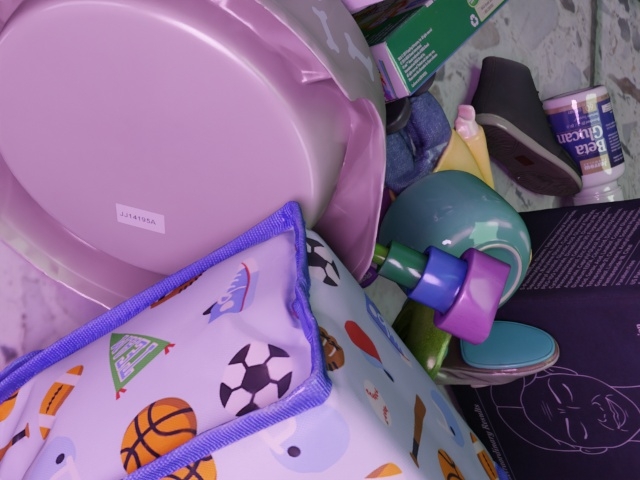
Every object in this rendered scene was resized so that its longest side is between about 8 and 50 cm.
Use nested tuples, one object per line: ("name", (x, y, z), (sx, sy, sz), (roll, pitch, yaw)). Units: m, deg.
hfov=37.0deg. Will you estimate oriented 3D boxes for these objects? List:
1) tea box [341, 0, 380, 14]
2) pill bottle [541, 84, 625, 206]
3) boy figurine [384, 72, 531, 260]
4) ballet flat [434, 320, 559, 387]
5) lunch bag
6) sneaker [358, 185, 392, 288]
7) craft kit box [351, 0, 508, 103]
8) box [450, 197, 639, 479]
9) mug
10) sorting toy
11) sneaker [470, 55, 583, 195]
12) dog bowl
("tea box", (-0.067, -0.328, 0.766), (0.220, 0.329, 0.323), (44, 56, -32))
("pill bottle", (0.377, -0.127, 1.353), (0.094, 0.094, 0.169), (-24, 101, -45))
("boy figurine", (0.124, -0.047, 0.980), (0.177, 0.092, 0.285), (-54, 128, -22))
("ballet flat", (0.143, 0.126, 1.015), (0.068, 0.213, 0.072), (78, 15, -45))
("lunch bag", (-0.084, 0.213, 0.680), (0.328, 0.385, 0.239), (51, 15, -27))
("sneaker", (0.001, 0.000, 0.954), (0.282, 0.102, 0.161), (-41, 116, -41))
("craft kit box", (0.042, -0.190, 0.917), (0.250, 0.247, 0.061), (-46, 113, -40))
("box", (0.356, 0.127, 1.079), (0.212, 0.395, 0.293), (-44, 117, -41))
("mug", (0.134, 0.022, 0.906), (0.129, 0.097, 0.157), (-24, 126, -11))
("sorting toy", (0.028, 0.087, 0.830), (0.126, 0.365, 0.127), (25, 59, -5))
("sneaker", (0.285, -0.149, 1.272), (0.222, 0.083, 0.118), (32, 62, -37))
("dog bowl", (-0.111, -0.083, 0.693), (0.349, 0.349, 0.102), (51, 40, -27))
